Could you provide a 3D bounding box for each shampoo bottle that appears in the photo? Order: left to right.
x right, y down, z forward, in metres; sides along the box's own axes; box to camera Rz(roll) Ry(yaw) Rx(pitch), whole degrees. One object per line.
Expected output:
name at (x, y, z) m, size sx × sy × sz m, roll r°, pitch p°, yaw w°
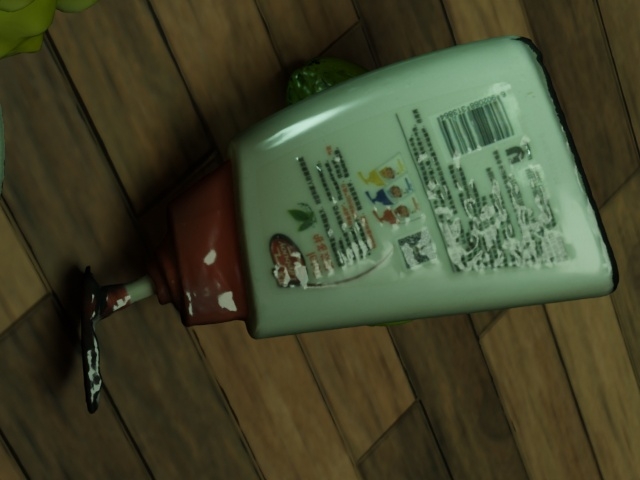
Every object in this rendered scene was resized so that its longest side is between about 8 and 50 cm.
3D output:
shampoo bottle at (0.000, 0.000, 0.971) m, size 0.284 × 0.071 × 0.153 m, roll -18°, pitch 93°, yaw -7°

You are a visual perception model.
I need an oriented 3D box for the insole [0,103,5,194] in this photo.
insole at (-0.193, 0.026, 0.894) m, size 0.080 × 0.003 × 0.232 m, roll 1°, pitch 102°, yaw -46°

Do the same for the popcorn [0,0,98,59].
popcorn at (-0.144, -0.190, 0.731) m, size 0.241 × 0.235 × 0.250 m, roll -57°, pitch 170°, yaw -1°

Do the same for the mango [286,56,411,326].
mango at (0.023, -0.025, 1.045) m, size 0.091 × 0.074 × 0.165 m, roll -29°, pitch 116°, yaw -23°
